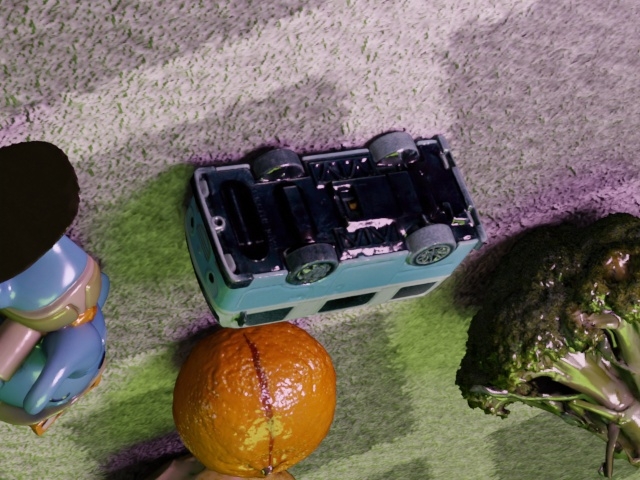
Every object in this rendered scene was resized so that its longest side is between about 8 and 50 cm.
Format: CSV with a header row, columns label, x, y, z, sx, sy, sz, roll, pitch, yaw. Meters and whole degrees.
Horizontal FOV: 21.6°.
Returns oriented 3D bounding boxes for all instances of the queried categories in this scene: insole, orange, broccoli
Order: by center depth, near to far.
label,x,y,z,sx,sy,sz,roll,pitch,yaw
insole,-0.324,0.007,1.452,0.328,0.111,0.007,-31,169,31
orange,-0.070,0.178,1.848,0.193,0.161,0.193,-20,151,-12
broccoli,0.297,0.118,1.861,0.304,0.283,0.321,-35,168,5

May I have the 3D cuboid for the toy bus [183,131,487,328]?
label,x,y,z,sx,sy,sz,roll,pitch,yaw
toy bus,0.000,0.000,1.615,0.271,0.133,0.165,-9,154,-25

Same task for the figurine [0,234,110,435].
label,x,y,z,sx,sy,sz,roll,pitch,yaw
figurine,-0.272,0.081,1.550,0.154,0.180,0.262,10,157,6

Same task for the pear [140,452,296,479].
label,x,y,z,sx,sy,sz,roll,pitch,yaw
pear,-0.131,0.382,2.066,0.271,0.271,0.271,-16,151,-9
